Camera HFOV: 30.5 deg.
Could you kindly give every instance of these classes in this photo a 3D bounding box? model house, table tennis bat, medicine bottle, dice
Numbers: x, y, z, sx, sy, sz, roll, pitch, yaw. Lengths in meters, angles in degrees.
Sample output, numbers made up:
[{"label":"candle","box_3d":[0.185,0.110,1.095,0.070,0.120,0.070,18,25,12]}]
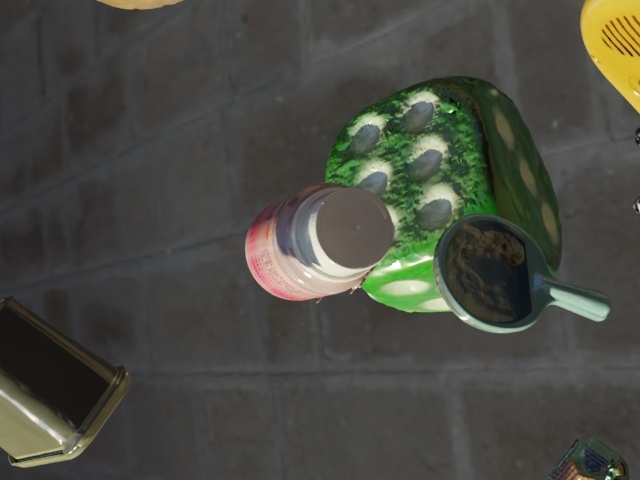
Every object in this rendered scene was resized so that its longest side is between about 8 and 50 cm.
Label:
[{"label":"model house","box_3d":[0.411,0.410,1.885,0.119,0.149,0.148,40,119,19]},{"label":"table tennis bat","box_3d":[0.244,0.050,1.410,0.038,0.237,0.149,135,149,-58]},{"label":"medicine bottle","box_3d":[0.000,0.000,1.476,0.247,0.147,0.147,159,106,-70]},{"label":"dice","box_3d":[0.196,-0.062,1.836,0.287,0.300,0.297,-18,66,27]}]

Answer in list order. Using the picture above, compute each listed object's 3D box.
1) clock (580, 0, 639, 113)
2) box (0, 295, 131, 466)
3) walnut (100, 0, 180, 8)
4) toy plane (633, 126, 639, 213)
[{"label":"clock","box_3d":[0.372,-0.175,1.015,0.244,0.317,0.200,-9,50,63]},{"label":"box","box_3d":[-0.366,0.172,1.438,0.274,0.178,0.138,-23,30,57]},{"label":"walnut","box_3d":[-0.208,-0.386,1.286,0.273,0.227,0.273,42,162,17]},{"label":"toy plane","box_3d":[0.397,-0.075,1.342,0.169,0.078,0.246,-56,-45,-77]}]
